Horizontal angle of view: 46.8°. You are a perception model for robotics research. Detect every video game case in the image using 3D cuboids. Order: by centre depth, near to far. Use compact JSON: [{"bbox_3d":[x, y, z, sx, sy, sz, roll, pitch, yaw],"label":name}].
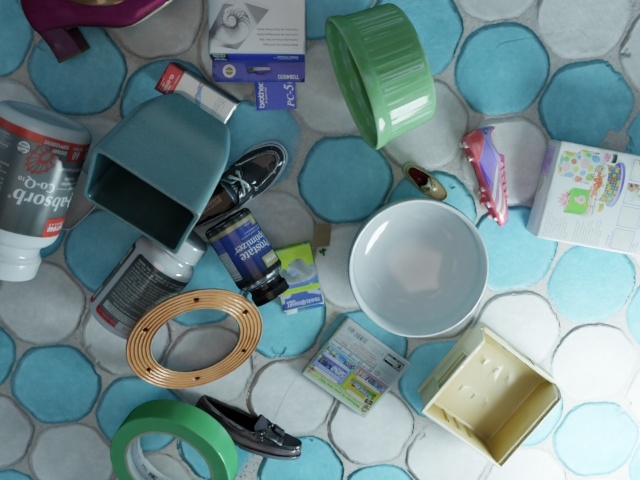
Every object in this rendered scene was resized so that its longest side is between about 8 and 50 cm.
[{"bbox_3d":[0.093,0.330,1.918,0.212,0.023,0.193,37,99,-10],"label":"video game case"}]

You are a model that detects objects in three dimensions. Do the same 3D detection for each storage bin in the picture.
[{"bbox_3d":[0.430,0.389,1.890,0.262,0.123,0.260,37,100,-9],"label":"storage bin"}]

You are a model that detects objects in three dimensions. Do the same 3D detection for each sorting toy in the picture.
[{"bbox_3d":[0.000,0.000,1.831,0.062,0.012,0.083,-6,107,-41],"label":"sorting toy"}]

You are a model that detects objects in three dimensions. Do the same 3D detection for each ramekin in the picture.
[{"bbox_3d":[0.134,-0.367,1.626,0.148,0.303,0.303,-22,103,-4],"label":"ramekin"}]

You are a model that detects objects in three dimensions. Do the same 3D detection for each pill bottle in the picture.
[{"bbox_3d":[-0.665,-0.108,1.648,0.210,0.210,0.363,21,101,-6],"label":"pill bottle"},{"bbox_3d":[-0.169,0.042,1.765,0.123,0.123,0.219,-31,98,5],"label":"pill bottle"},{"bbox_3d":[-0.409,0.089,1.779,0.161,0.161,0.283,39,99,-9],"label":"pill bottle"}]

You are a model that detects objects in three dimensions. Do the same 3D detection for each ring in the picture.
[{"bbox_3d":[-0.306,0.238,1.808,0.336,0.032,0.336,-14,133,-16],"label":"ring"}]

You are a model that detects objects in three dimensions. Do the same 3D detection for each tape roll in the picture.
[{"bbox_3d":[-0.372,0.556,1.879,0.321,0.077,0.321,6,117,11],"label":"tape roll"}]

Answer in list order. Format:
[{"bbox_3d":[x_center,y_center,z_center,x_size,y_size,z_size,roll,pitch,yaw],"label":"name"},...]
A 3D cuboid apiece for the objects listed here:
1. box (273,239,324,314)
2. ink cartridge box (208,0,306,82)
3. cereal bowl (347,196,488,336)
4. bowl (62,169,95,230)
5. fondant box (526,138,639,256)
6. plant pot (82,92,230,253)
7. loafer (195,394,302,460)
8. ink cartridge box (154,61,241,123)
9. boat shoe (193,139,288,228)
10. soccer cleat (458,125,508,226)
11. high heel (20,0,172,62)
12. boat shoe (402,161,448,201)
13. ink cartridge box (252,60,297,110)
[{"bbox_3d":[-0.058,0.099,1.851,0.109,0.042,0.178,-13,102,2],"label":"box"},{"bbox_3d":[-0.142,-0.470,1.670,0.223,0.045,0.224,0,103,1],"label":"ink cartridge box"},{"bbox_3d":[0.229,0.055,1.798,0.339,0.141,0.339,0,102,-2],"label":"cereal bowl"},{"bbox_3d":[-0.608,-0.115,1.782,0.142,0.053,0.142,-43,101,9],"label":"bowl"},{"bbox_3d":[0.698,-0.100,1.800,0.330,0.096,0.238,10,102,-5],"label":"fondant box"},{"bbox_3d":[-0.330,-0.168,1.612,0.247,0.248,0.252,34,61,-8],"label":"plant pot"},{"bbox_3d":[-0.185,0.483,1.906,0.302,0.109,0.095,17,98,-2],"label":"loafer"},{"bbox_3d":[-0.279,-0.333,1.702,0.175,0.127,0.072,32,100,-8],"label":"ink cartridge box"},{"bbox_3d":[-0.204,-0.129,1.764,0.301,0.102,0.108,-33,101,6],"label":"boat shoe"},{"bbox_3d":[0.418,-0.154,1.790,0.095,0.083,0.248,-24,100,-1],"label":"soccer cleat"},{"bbox_3d":[-0.482,-0.551,1.642,0.377,0.127,0.181,-25,113,7],"label":"high heel"},{"bbox_3d":[0.256,-0.138,1.803,0.135,0.045,0.050,34,100,-9],"label":"boat shoe"},{"bbox_3d":[-0.109,-0.411,1.731,0.097,0.046,0.207,-3,103,0],"label":"ink cartridge box"}]
